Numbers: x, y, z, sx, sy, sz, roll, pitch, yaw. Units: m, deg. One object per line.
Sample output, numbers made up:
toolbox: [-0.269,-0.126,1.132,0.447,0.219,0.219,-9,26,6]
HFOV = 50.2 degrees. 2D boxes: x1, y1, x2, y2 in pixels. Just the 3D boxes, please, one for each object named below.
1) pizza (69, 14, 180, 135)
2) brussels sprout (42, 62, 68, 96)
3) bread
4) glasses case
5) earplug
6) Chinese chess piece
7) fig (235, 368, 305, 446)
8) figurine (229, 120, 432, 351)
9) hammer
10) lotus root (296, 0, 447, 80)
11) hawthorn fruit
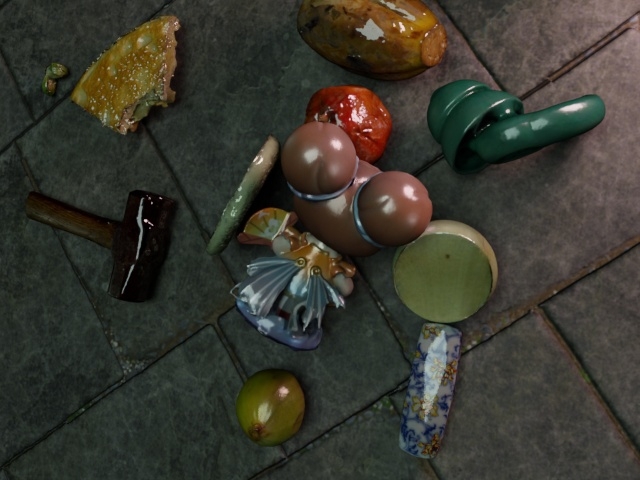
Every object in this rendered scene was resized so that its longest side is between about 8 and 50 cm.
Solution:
pizza: [-0.416,-0.353,1.533,0.323,0.089,0.223,-34,69,17]
brussels sprout: [-0.646,-0.391,1.645,0.051,0.046,0.083,43,102,25]
bread: [-0.147,-0.085,1.330,0.040,0.267,0.267,30,97,-6]
glasses case: [0.203,0.274,1.256,0.087,0.065,0.248,13,90,23]
earplug: [0.324,-0.220,1.202,0.280,0.164,0.257,40,93,30]
Chinese chess piece: [0.223,0.055,1.230,0.188,0.083,0.188,5,111,12]
fig: [-0.097,0.328,1.343,0.136,0.120,0.153,-30,53,22]
figurine: [-0.001,-0.001,1.231,0.276,0.248,0.388,34,105,1]
hammer: [-0.529,-0.029,1.551,0.408,0.095,0.243,17,92,23]
lotus root: [0.094,-0.401,1.294,0.291,0.193,0.193,29,96,21]
hawthorn fruit: [0.053,-0.220,1.299,0.173,0.179,0.173,-11,52,14]
